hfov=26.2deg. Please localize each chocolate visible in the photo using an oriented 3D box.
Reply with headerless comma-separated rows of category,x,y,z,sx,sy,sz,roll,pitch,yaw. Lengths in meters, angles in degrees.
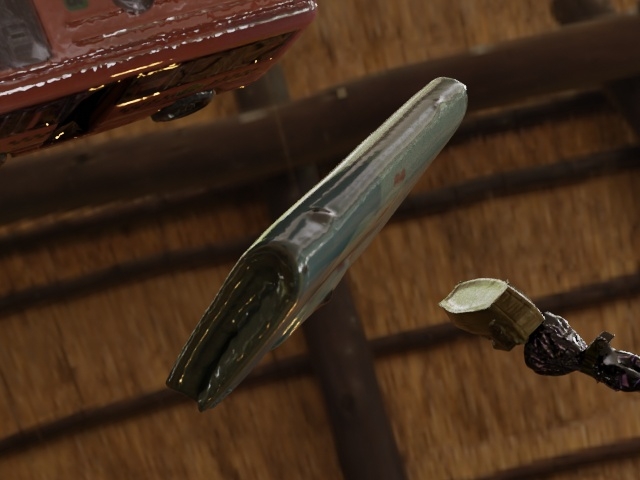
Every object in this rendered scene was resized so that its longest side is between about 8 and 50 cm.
chocolate,0.277,0.116,1.355,0.147,0.070,0.072,9,-155,35

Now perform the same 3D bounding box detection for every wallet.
wallet,0.000,0.000,1.260,0.083,0.252,0.360,41,-139,4

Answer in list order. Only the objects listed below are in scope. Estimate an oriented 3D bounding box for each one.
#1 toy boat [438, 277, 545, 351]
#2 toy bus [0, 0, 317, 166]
toy boat,0.183,0.080,1.445,0.064,0.072,0.206,-45,-173,-8
toy bus,-0.228,-0.207,1.302,0.427,0.203,0.233,-21,176,-33
